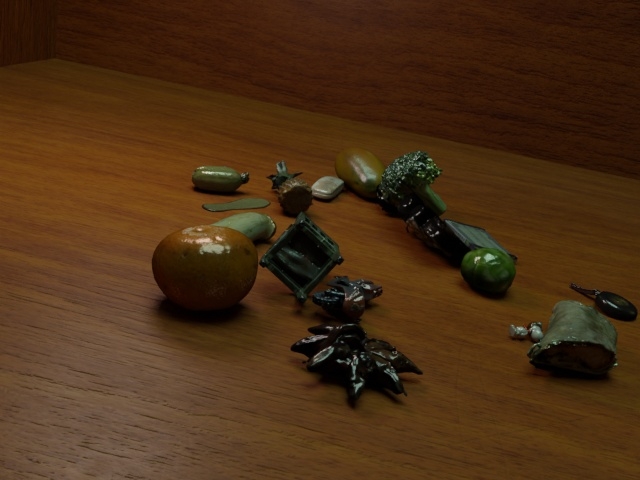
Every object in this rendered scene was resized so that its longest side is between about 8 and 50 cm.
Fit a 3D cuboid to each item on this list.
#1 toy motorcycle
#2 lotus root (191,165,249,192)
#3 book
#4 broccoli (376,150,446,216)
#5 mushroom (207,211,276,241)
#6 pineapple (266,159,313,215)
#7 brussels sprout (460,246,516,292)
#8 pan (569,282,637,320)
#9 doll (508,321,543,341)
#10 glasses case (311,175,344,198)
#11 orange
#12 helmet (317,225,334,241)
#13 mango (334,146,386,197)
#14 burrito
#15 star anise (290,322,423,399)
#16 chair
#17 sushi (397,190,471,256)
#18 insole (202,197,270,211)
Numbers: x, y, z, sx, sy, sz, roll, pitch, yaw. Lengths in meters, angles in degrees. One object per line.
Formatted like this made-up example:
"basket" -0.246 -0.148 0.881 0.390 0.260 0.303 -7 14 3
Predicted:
"toy motorcycle" 0.075 0.128 1.610 0.118 0.084 0.212 13 14 30
"lotus root" -0.318 -0.193 2.267 0.183 0.077 0.090 2 29 -17
"book" 0.490 0.000 2.202 0.158 0.026 0.231 13 20 -20
"broccoli" 0.313 -0.166 2.388 0.243 0.247 0.263 42 -6 -8
"mushroom" -0.234 -0.017 1.842 0.100 0.081 0.312 16 22 32
"pineapple" -0.092 -0.170 2.275 0.130 0.119 0.277 -13 23 -9
"brussels sprout" 0.449 0.075 1.887 0.155 0.117 0.155 1 25 0
"pan" 0.773 0.155 1.951 0.115 0.040 0.212 4 21 -33
"doll" 0.480 0.211 1.657 0.085 0.040 0.058 11 30 0
"glasses case" 0.025 -0.183 2.451 0.081 0.051 0.204 14 21 11
"orange" -0.242 0.058 1.507 0.224 0.170 0.224 0 14 0
"helmet" 0.000 0.002 1.952 0.084 0.049 0.065 42 -8 8
"mango" 0.159 -0.238 2.548 0.176 0.139 0.254 -11 43 -33
"burrito" 0.579 0.222 1.583 0.175 0.107 0.348 19 19 23
"star anise" 0.072 0.206 1.370 0.272 0.102 0.272 12 18 -4
"chair" -0.046 0.035 1.661 0.136 0.147 0.270 43 2 -6
"sushi" 0.316 -0.035 2.125 0.296 0.100 0.373 42 8 -28
"insole" -0.252 -0.110 2.185 0.086 0.005 0.253 27 26 38
